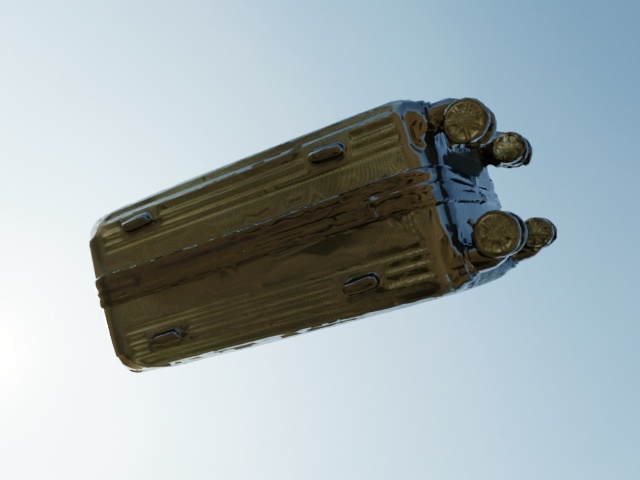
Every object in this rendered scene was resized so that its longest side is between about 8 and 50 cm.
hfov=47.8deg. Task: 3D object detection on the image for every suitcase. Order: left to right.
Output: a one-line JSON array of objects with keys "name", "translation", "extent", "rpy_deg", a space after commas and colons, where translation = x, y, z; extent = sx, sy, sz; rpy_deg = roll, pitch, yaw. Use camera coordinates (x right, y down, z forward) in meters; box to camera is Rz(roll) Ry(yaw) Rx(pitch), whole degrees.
[{"name": "suitcase", "translation": [0.000, 0.000, 0.536], "extent": [0.312, 0.202, 0.128], "rpy_deg": [-18, -97, 24]}]
